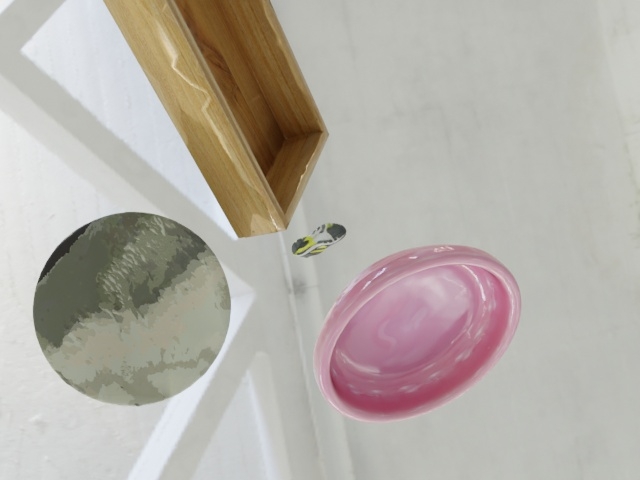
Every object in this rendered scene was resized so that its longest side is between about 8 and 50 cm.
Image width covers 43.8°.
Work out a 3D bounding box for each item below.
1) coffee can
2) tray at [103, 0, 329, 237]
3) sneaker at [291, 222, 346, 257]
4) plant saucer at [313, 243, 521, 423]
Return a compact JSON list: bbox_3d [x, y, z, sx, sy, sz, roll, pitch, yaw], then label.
[{"bbox_3d":[-0.214,0.075,0.947,0.201,0.275,0.202,0,-92,-11],"label":"coffee can"},{"bbox_3d":[-0.121,-0.225,0.873,0.411,0.076,0.203,65,-150,-33],"label":"tray"},{"bbox_3d":[0.000,0.000,1.128,0.035,0.083,0.031,34,-144,-65],"label":"sneaker"},{"bbox_3d":[0.138,0.132,1.198,0.332,0.332,0.084,21,-155,-36],"label":"plant saucer"}]
